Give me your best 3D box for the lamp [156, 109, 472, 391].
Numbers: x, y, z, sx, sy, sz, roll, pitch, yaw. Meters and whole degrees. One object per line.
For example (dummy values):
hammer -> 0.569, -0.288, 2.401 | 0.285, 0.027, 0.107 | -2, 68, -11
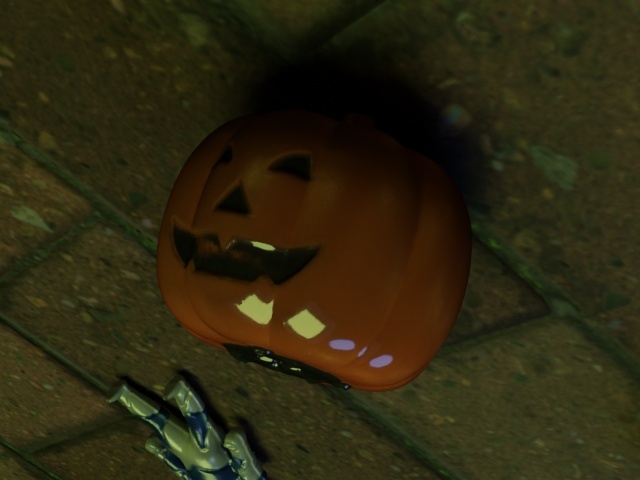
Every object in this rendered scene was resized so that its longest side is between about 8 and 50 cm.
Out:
lamp -> 0.000, 0.000, 0.700 | 0.187, 0.164, 0.187 | 18, 169, 3

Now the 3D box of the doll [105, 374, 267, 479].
doll -> -0.101, 0.212, 1.112 | 0.114, 0.057, 0.227 | -13, 129, 34
